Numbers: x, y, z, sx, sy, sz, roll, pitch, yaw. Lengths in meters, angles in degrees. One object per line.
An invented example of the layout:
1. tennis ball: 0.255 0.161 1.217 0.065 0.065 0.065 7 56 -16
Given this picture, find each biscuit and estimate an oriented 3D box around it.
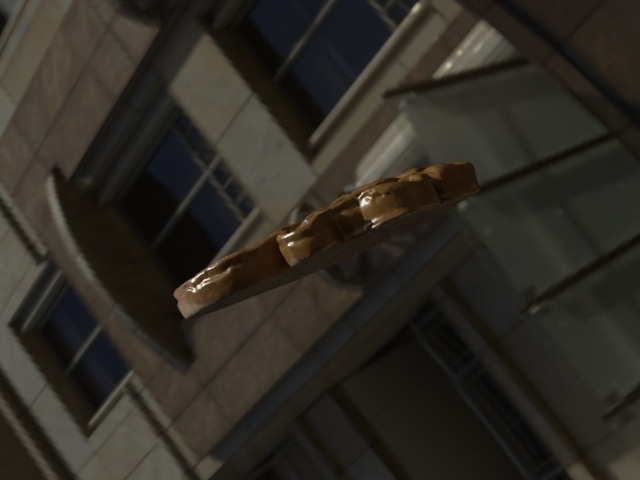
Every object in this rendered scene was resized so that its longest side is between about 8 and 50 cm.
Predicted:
1. biscuit: -0.001 -0.001 1.060 0.202 0.289 0.044 -19 -97 -40
